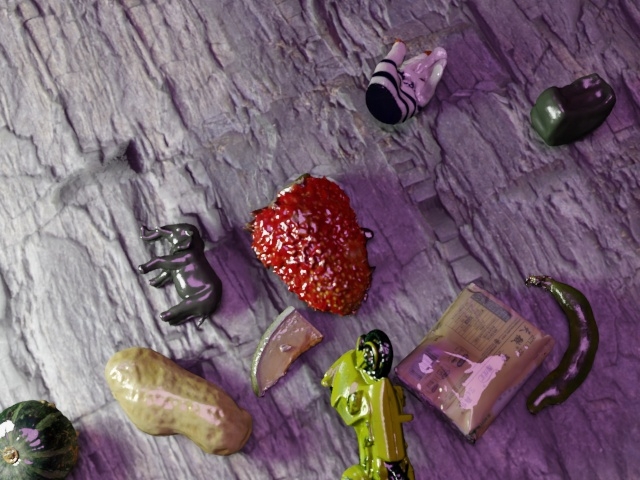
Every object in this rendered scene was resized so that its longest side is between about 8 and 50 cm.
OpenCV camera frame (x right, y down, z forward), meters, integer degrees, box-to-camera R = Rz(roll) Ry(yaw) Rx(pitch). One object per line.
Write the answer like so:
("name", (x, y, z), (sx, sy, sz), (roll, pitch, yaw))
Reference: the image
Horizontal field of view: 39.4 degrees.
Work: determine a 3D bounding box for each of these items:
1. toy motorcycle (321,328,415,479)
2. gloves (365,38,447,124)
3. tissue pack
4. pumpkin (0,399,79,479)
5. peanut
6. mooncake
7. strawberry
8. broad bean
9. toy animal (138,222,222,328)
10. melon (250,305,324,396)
("toy motorcycle", (0.092, 0.344, 1.693), (0.142, 0.206, 0.342), (-5, 82, -18))
("gloves", (0.192, -0.351, 1.982), (0.140, 0.131, 0.218), (30, 44, 16))
("tissue pack", (0.292, 0.230, 1.734), (0.215, 0.123, 0.257), (38, 80, 24))
("pumpkin", (-0.563, 0.404, 1.732), (0.190, 0.146, 0.190), (3, 103, 14))
("peanut", (-0.285, 0.323, 1.754), (0.319, 0.147, 0.147), (28, 74, 8))
("mooncake", (0.531, -0.281, 1.893), (0.168, 0.175, 0.104), (-37, 69, 36))
("strawberry", (0.000, 0.000, 1.848), (0.233, 0.138, 0.306), (-40, 70, -12))
("broad bean", (0.480, 0.205, 1.781), (0.144, 0.049, 0.292), (1, 68, 12))
("toy animal", (-0.294, 0.064, 1.870), (0.146, 0.114, 0.245), (-28, 91, 1))
("melon", (-0.090, 0.226, 1.824), (0.182, 0.054, 0.098), (-44, 87, -11))
